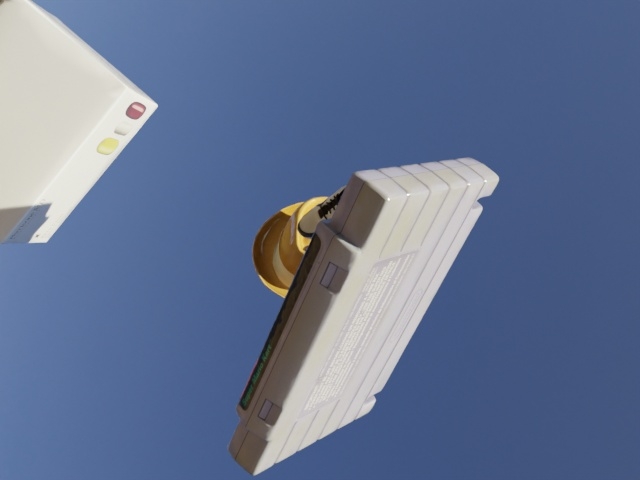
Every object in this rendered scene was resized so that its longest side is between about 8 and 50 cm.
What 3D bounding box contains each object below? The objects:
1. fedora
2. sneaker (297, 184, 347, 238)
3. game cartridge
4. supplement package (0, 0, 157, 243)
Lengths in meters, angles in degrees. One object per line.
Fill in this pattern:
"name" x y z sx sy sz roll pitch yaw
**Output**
"fedora" 0.000 0.000 1.019 0.079 0.194 0.194 103 -25 -51
"sneaker" 0.019 -0.040 0.839 0.109 0.044 0.040 -31 -115 5
"game cartridge" 0.040 0.077 0.784 0.068 0.230 0.355 42 -59 31
"supplement package" -0.393 -0.157 0.995 0.204 0.145 0.262 40 -87 2
